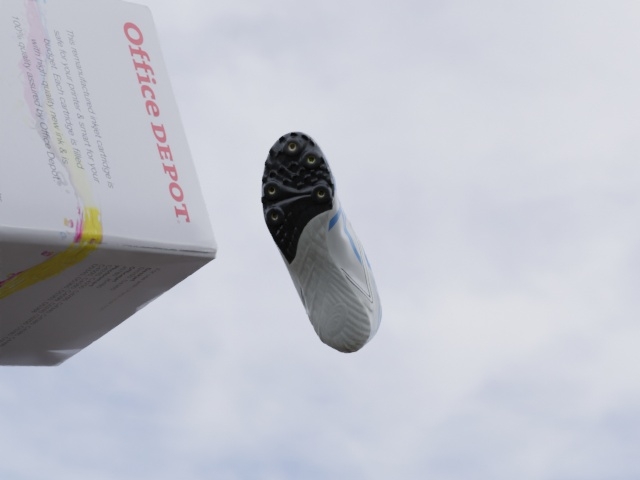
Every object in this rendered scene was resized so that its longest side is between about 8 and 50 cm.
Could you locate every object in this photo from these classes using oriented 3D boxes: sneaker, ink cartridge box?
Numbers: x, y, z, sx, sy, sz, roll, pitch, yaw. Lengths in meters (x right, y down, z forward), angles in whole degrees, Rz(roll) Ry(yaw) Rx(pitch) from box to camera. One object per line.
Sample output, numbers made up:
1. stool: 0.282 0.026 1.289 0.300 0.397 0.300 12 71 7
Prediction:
1. sneaker: 0.000 0.000 1.847 0.085 0.237 0.086 -15 12 12
2. ink cartridge box: -0.244 -0.044 1.169 0.270 0.198 0.197 6 -31 -45
